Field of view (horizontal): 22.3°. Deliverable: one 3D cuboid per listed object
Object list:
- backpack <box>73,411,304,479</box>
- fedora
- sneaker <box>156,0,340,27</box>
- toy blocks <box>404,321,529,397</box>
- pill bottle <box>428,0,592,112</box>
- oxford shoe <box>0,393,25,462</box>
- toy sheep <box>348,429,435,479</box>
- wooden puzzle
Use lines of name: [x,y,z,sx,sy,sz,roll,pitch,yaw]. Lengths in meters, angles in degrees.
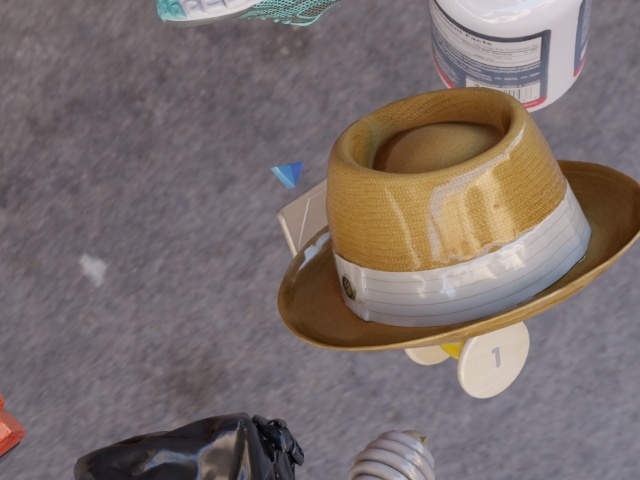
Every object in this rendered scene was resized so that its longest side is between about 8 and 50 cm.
backpack: [-0.112,0.329,1.215,0.273,0.290,0.355,-14,82,-2]
fedora: [0.057,-0.021,0.763,0.194,0.194,0.079,-31,113,-28]
sneaker: [-0.031,-0.175,1.143,0.167,0.076,0.065,-16,53,4]
toy blocks: [0.069,0.010,0.977,0.054,0.148,0.123,12,102,-42]
pill bottle: [0.122,-0.166,1.052,0.108,0.180,0.108,-2,68,5]
oxford shoe: [-0.268,0.108,1.069,0.097,0.271,0.098,-40,82,-13]
toy sheep: [0.068,0.238,1.594,0.091,0.091,0.132,38,53,-8]
wooden puzzle: [0.000,0.000,1.068,0.078,0.014,0.116,-28,106,-52]
